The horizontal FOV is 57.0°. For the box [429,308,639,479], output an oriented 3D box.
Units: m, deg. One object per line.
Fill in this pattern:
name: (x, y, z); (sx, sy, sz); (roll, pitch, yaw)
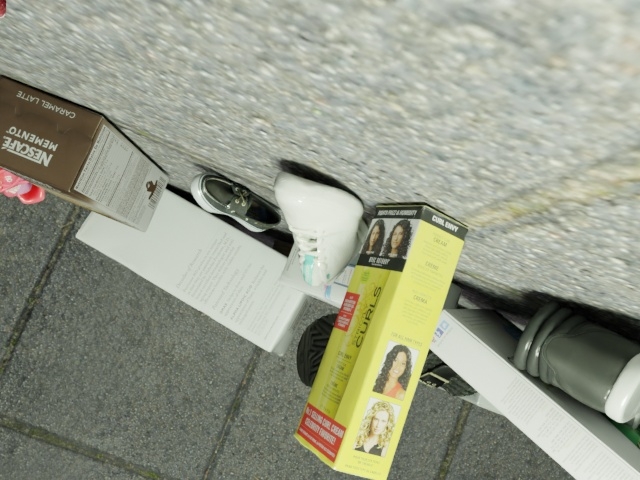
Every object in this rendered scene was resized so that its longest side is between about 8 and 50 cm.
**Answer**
box: (0.303, 0.206, 0.752); (0.322, 0.058, 0.232); (42, -163, 28)

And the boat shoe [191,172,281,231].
boat shoe: (-0.105, -0.051, 0.759); (0.040, 0.049, 0.142); (-7, 157, 34)

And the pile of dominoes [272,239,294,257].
pile of dominoes: (0.026, 0.053, 1.171); (0.251, 0.040, 0.196); (18, 175, -31)

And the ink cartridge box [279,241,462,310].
ink cartridge box: (0.071, 0.065, 0.854); (0.212, 0.093, 0.154); (16, 170, 47)

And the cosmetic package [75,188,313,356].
cosmetic package: (-0.205, 0.044, 1.056); (0.384, 0.156, 0.217); (27, 169, 8)

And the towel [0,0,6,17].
towel: (-0.375, -0.235, 0.313); (0.237, 0.037, 0.329); (16, 172, 25)

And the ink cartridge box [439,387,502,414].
ink cartridge box: (0.350, 0.277, 1.278); (0.086, 0.153, 0.208); (22, 173, -10)

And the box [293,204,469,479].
box: (0.054, 0.085, 0.534); (0.058, 0.232, 0.087); (23, 173, -26)

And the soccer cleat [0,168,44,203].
soccer cleat: (-0.449, -0.122, 0.831); (0.108, 0.117, 0.318); (-13, -178, -13)

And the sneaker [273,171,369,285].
sneaker: (0.000, 0.000, 0.618); (0.080, 0.094, 0.212); (20, 171, 22)

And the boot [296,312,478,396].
boot: (0.146, 0.213, 1.080); (0.260, 0.131, 0.348); (22, 149, -36)

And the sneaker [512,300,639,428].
sneaker: (0.327, 0.141, 0.704); (0.147, 0.105, 0.295); (33, -174, 37)

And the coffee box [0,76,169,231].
coffee box: (-0.316, -0.100, 0.783); (0.141, 0.098, 0.246); (21, 172, 7)
